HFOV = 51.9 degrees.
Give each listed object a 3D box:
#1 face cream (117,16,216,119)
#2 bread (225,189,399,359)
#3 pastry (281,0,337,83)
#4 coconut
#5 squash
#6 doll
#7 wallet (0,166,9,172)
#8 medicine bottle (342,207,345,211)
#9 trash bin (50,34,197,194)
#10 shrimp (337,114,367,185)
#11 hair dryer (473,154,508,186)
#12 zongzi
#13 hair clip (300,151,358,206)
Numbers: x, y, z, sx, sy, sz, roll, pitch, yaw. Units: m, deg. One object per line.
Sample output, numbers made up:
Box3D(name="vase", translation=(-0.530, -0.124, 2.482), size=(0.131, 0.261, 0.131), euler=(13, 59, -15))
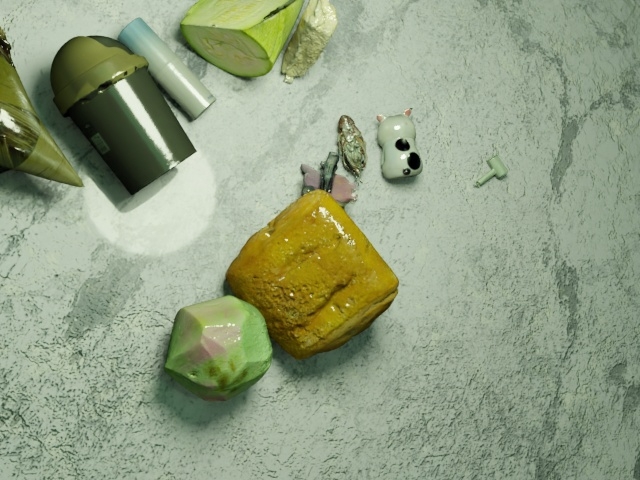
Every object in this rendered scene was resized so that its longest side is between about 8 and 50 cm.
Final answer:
Box3D(name="face cream", translation=(-0.355, -0.397, 1.529), size=(0.250, 0.077, 0.077), euler=(48, 65, -11))
Box3D(name="bread", translation=(-0.022, 0.094, 1.489), size=(0.328, 0.148, 0.337), euler=(-37, 96, 5))
Box3D(name="pastry", translation=(-0.027, -0.503, 1.611), size=(0.089, 0.258, 0.122), euler=(6, 68, -21))
Box3D(name="coconut", translation=(-0.227, 0.230, 1.408), size=(0.235, 0.236, 0.205), euler=(-22, 56, -27))
Box3D(name="squash", translation=(-0.152, -0.570, 1.576), size=(0.210, 0.233, 0.309), euler=(46, 63, -58))
Box3D(name="doll", translation=(0.210, -0.248, 1.756), size=(0.110, 0.107, 0.181), euler=(-9, 77, -5))
Box3D(name="wallet", translation=(-0.746, -0.187, 1.323), size=(0.317, 0.044, 0.169), euler=(-26, 89, -29))
Box3D(name="medicine bottle", translation=(0.000, 0.000, 1.618), size=(0.132, 0.088, 0.189), euler=(-5, 82, -28))
Box3D(name="trash bin", translation=(-0.427, -0.282, 1.402), size=(0.214, 0.214, 0.334), euler=(-41, 103, -25))
Box3D(name="shrimp", translation=(0.084, -0.235, 1.710), size=(0.074, 0.073, 0.190), euler=(-9, 89, 6))
Box3D(name="hair dryer", translation=(0.486, -0.194, 1.918), size=(0.124, 0.038, 0.063), euler=(-36, 95, -19))
Box3D(name="zongzi", translation=(-0.611, -0.273, 1.325), size=(0.317, 0.154, 0.289), euler=(21, 62, -38))
Box3D(name="hair clip", translation=(0.023, -0.148, 1.635), size=(0.146, 0.056, 0.187), euler=(15, 42, -11))
